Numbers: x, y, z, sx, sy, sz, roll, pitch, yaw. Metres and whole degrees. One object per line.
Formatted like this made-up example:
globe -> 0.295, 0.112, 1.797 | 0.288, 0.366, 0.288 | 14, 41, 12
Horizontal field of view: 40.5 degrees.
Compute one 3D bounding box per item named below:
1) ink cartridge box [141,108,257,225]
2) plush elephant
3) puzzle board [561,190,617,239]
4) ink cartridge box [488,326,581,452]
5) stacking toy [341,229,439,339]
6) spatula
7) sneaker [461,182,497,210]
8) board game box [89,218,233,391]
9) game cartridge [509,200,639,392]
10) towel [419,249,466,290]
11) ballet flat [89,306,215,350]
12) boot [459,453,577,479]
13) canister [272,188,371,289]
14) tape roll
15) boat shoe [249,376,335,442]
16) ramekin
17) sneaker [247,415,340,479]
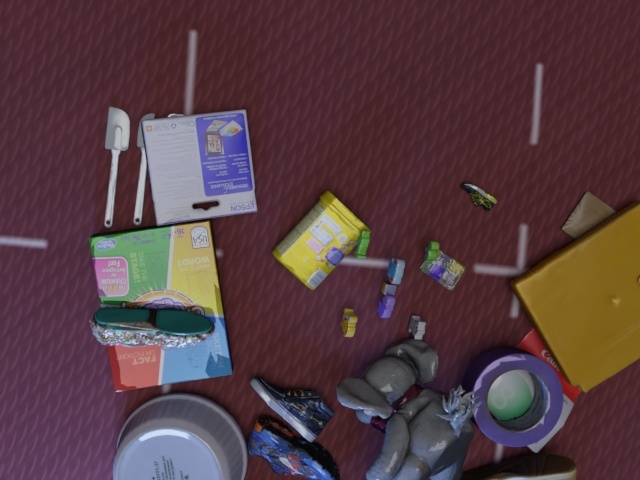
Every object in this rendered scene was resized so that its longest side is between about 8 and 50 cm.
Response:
ink cartridge box -> -0.239, -0.146, 1.719 | 0.206, 0.045, 0.208 | -8, 98, -11
plush elephant -> 0.159, 0.345, 1.721 | 0.272, 0.255, 0.330 | -18, 138, -39
puzzle board -> 0.580, -0.028, 1.816 | 0.128, 0.011, 0.096 | 34, 91, -7
ink cartridge box -> 0.460, 0.304, 1.820 | 0.181, 0.056, 0.225 | 43, 93, -7
stacking toy -> 0.142, 0.095, 1.744 | 0.167, 0.052, 0.221 | 6, 107, -17
spatula -> -0.352, -0.138, 1.740 | 0.168, 0.019, 0.242 | 6, 95, -5
sneaker -> 0.322, -0.089, 1.782 | 0.083, 0.031, 0.035 | 30, 93, -6
board game box -> -0.315, 0.128, 1.741 | 0.242, 0.064, 0.317 | -9, 98, -3
game cartridge -> 0.594, 0.120, 1.798 | 0.323, 0.053, 0.285 | -32, 99, -2
towel -> 0.256, 0.059, 1.803 | 0.083, 0.009, 0.060 | 35, 93, -6
ballet flat -> -0.324, 0.175, 1.683 | 0.241, 0.091, 0.077 | 7, 127, -1
boot -> 0.423, 0.563, 1.801 | 0.262, 0.095, 0.203 | -18, 97, 16
canister -> 0.000, 0.000, 1.750 | 0.126, 0.073, 0.170 | 43, 93, -8
tape roll -> 0.385, 0.313, 1.750 | 0.189, 0.080, 0.189 | 0, 93, -5
boat shoe -> -0.058, 0.326, 1.787 | 0.183, 0.065, 0.083 | 43, 82, -9
ramekin -> -0.286, 0.450, 1.730 | 0.272, 0.127, 0.273 | 0, 98, 3
sneaker -> -0.055, 0.452, 1.796 | 0.221, 0.083, 0.087 | 34, 106, -1
